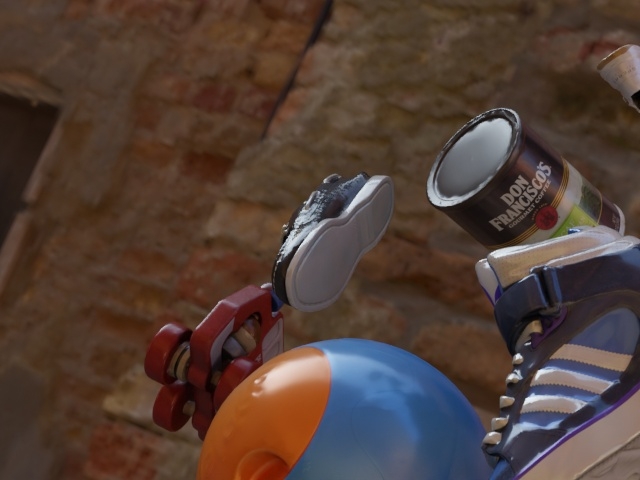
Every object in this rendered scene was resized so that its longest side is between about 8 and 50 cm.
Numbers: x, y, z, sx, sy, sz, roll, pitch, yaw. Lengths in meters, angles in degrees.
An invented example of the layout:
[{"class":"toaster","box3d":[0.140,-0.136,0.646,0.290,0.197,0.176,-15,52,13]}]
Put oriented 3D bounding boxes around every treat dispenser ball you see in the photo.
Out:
[{"class":"treat dispenser ball","box3d":[0.025,0.237,1.358,0.288,0.288,0.288,21,-14,6]}]

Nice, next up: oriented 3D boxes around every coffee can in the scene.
[{"class":"coffee can","box3d":[0.341,-0.059,2.371,0.275,0.201,0.201,38,-19,-26]}]

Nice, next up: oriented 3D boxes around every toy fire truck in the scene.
[{"class":"toy fire truck","box3d":[-0.142,0.194,2.329,0.169,0.254,0.302,23,-39,20]}]

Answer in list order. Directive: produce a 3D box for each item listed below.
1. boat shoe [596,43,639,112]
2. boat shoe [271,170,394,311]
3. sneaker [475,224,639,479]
[{"class":"boat shoe","box3d":[0.549,-0.245,2.358,0.098,0.096,0.277,-39,-25,30]},{"class":"boat shoe","box3d":[0.000,0.000,1.828,0.091,0.114,0.302,7,24,24]},{"class":"sneaker","box3d":[0.188,0.122,1.249,0.236,0.323,0.130,42,-12,38]}]
